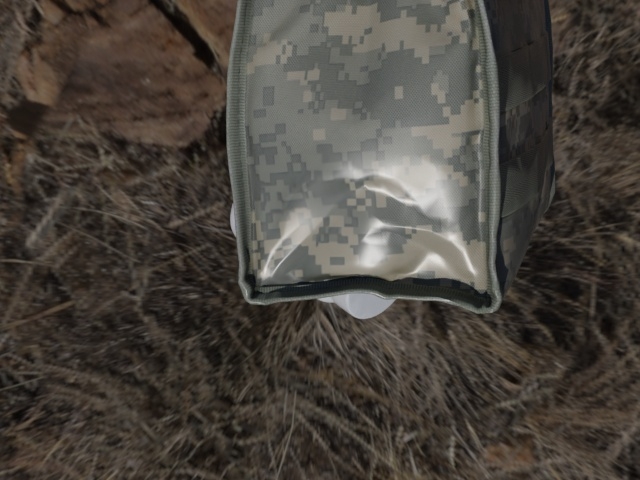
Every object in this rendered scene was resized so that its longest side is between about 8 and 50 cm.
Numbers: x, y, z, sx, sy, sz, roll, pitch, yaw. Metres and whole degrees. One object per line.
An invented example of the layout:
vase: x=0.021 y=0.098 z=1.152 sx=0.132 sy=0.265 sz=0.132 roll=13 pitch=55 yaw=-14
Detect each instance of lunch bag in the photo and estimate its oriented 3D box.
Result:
lunch bag: x=0.051 y=-0.129 z=0.686 sx=0.169 sy=0.235 sz=0.287 roll=0 pitch=103 yaw=16

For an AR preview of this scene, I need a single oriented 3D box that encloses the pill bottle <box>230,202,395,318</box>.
pill bottle: x=0.000 y=0.000 z=0.939 sx=0.137 sy=0.078 sz=0.078 roll=35 pitch=88 yaw=37
